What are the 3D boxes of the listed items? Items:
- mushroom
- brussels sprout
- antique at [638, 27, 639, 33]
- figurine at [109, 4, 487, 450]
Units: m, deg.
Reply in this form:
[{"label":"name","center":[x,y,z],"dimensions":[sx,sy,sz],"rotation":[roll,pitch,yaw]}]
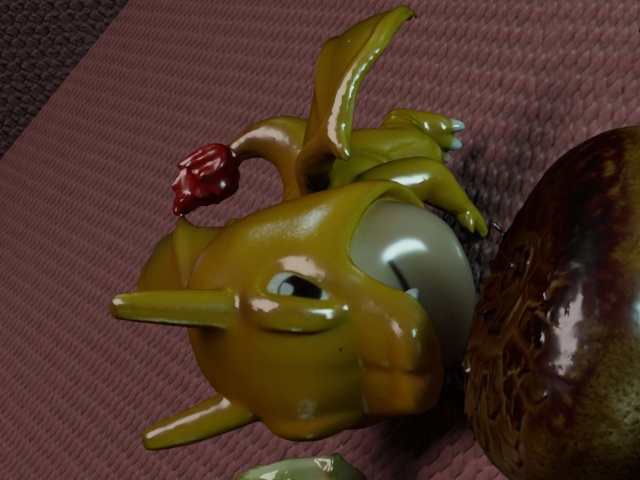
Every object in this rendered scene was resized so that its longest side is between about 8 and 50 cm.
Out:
[{"label":"mushroom","center":[0.205,0.050,1.425],"dimensions":[0.278,0.163,0.297],"rotation":[-39,29,44]},{"label":"brussels sprout","center":[-0.033,0.250,1.733],"dimensions":[0.181,0.139,0.100],"rotation":[-30,44,46]},{"label":"antique","center":[0.323,-0.172,1.614],"dimensions":[0.015,0.031,0.192],"rotation":[-64,22,-8]},{"label":"figurine","center":[-0.017,0.026,1.803],"dimensions":[0.401,0.268,0.387],"rotation":[-33,19,30]}]
